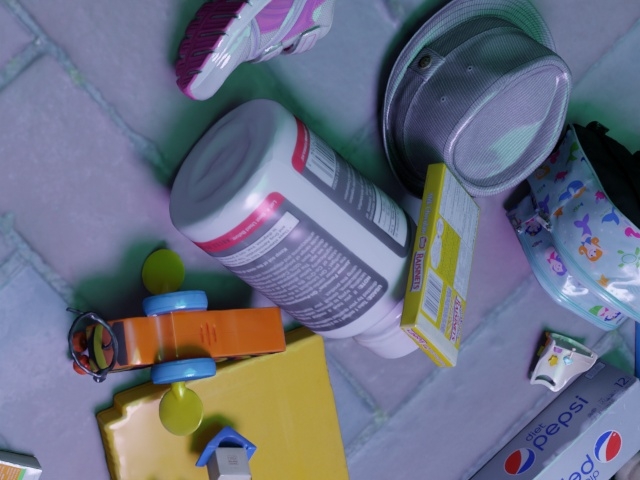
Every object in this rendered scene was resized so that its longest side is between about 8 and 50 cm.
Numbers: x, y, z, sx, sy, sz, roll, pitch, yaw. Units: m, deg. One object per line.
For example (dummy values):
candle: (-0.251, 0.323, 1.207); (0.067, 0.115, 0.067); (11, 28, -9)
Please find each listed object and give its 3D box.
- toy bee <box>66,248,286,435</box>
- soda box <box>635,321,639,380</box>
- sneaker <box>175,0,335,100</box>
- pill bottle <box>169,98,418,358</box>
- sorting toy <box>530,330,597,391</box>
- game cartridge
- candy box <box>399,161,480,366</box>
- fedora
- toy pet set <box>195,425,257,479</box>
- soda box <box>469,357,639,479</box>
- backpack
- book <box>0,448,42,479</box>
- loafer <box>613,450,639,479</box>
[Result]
toy bee: (-0.191, 0.101, 1.416); (0.298, 0.162, 0.195); (29, 59, -40)
soda box: (0.487, 0.118, 1.797); (0.071, 0.067, 0.210); (-13, 112, -24)
sneaker: (-0.049, -0.237, 1.390); (0.252, 0.103, 0.111); (-48, 119, -6)
pill bottle: (0.000, 0.000, 1.447); (0.318, 0.176, 0.176); (39, 86, -31)
sorting toy: (0.317, 0.168, 1.743); (0.083, 0.045, 0.075); (20, 103, -31)
game cartridge: (-0.103, 0.293, 1.564); (0.285, 0.053, 0.323); (-18, 110, -21)
candy box: (0.135, 0.026, 1.441); (0.105, 0.027, 0.205); (47, 47, -48)
fedora: (0.205, -0.156, 1.526); (0.275, 0.124, 0.243); (-43, 124, -7)
toy pet set: (-0.129, 0.273, 1.496); (0.122, 0.065, 0.114); (6, 136, -25)
soda box: (0.327, 0.298, 1.757); (0.286, 0.091, 0.098); (-41, 118, -10)
backpack: (0.364, 0.001, 1.593); (0.225, 0.253, 0.191); (28, 111, -32)
book: (-0.392, 0.272, 1.415); (0.144, 0.035, 0.096); (19, 99, -30)
loafer: (0.472, 0.440, 1.876); (0.102, 0.092, 0.268); (-13, 111, -23)
